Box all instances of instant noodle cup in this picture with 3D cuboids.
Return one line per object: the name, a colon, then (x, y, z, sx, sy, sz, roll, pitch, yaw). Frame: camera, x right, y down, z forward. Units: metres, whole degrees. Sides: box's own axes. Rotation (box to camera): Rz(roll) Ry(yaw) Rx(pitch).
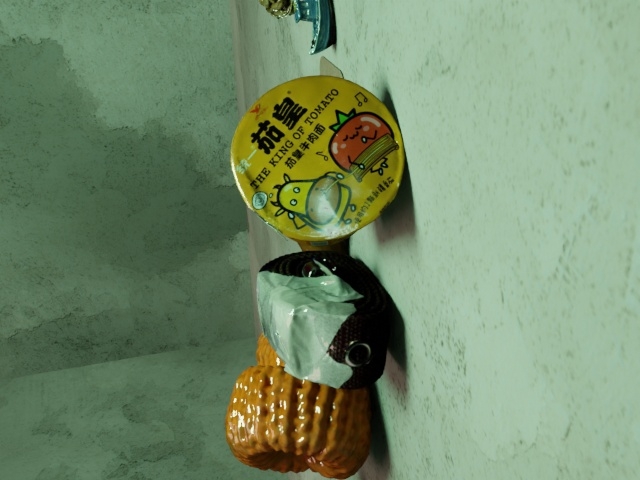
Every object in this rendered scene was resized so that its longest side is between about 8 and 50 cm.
instant noodle cup: (-0.003, -0.088, 0.933, 0.172, 0.216, 0.215, 89, 171, -78)

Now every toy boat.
toy boat: (-0.013, -0.366, 1.108, 0.060, 0.061, 0.137, -173, 74, -79)

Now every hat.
hat: (-0.008, 0.228, 1.278, 0.285, 0.285, 0.400, 103, -177, -63)

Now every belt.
belt: (0.004, 0.101, 1.073, 0.289, 0.184, 0.164, -135, 42, -64)

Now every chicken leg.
chicken leg: (-0.086, -0.499, 1.384, 0.196, 0.081, 0.125, 92, 177, -75)

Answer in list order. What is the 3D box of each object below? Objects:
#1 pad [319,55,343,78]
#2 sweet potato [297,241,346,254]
pad: (0.024, -0.179, 1.219, 0.176, 0.002, 0.266, -118, 22, -62)
sweet potato: (-0.016, -0.054, 1.205, 0.359, 0.112, 0.112, 60, -177, -33)
